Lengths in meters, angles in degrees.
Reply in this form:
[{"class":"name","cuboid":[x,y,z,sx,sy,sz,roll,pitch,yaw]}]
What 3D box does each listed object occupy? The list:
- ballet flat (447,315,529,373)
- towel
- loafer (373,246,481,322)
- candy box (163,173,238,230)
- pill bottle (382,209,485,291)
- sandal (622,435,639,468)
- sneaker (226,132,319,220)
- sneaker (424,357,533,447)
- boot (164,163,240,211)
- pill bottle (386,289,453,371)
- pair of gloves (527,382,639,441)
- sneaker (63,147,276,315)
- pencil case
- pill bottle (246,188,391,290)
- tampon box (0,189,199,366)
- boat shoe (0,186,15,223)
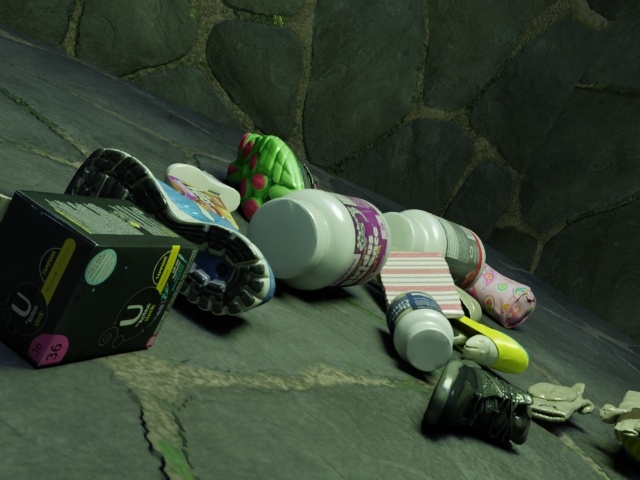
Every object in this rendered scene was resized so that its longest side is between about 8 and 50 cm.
[{"class":"ballet flat","cuboid":[0.274,0.186,1.407,0.077,0.077,0.231,-12,33,-41]},{"class":"towel","cuboid":[0.188,0.088,1.467,0.144,0.029,0.197,0,37,-7]},{"class":"loafer","cuboid":[0.217,0.099,1.561,0.268,0.102,0.092,29,4,3]},{"class":"candy box","cuboid":[-0.214,-0.049,1.295,0.109,0.053,0.186,23,12,-24]},{"class":"pill bottle","cuboid":[0.244,0.025,1.779,0.176,0.176,0.318,36,13,37]},{"class":"sandal","cuboid":[0.621,0.390,1.229,0.138,0.126,0.317,64,-11,-21]},{"class":"sneaker","cuboid":[-0.079,-0.134,1.702,0.202,0.185,0.483,20,13,-19]},{"class":"sneaker","cuboid":[0.217,0.220,1.009,0.130,0.087,0.227,26,3,23]},{"class":"boot","cuboid":[-0.250,-0.109,1.487,0.086,0.069,0.190,28,-1,40]},{"class":"pill bottle","cuboid":[0.159,0.145,1.202,0.094,0.094,0.169,27,10,-7]},{"class":"pair of gloves","cuboid":[0.472,0.291,1.280,0.240,0.042,0.204,6,7,19]},{"class":"sneaker","cuboid":[-0.197,-0.002,0.993,0.330,0.130,0.147,34,-3,16]},{"class":"pencil case","cuboid":[0.426,0.114,1.983,0.124,0.124,0.284,18,15,-44]},{"class":"pill bottle","cuboid":[0.000,0.000,1.286,0.169,0.169,0.301,32,12,21]},{"class":"tampon box","cuboid":[-0.215,0.032,0.702,0.101,0.120,0.161,31,11,20]},{"class":"boat shoe","cuboid":[-0.345,-0.029,0.881,0.137,0.049,0.043,22,9,-9]}]
